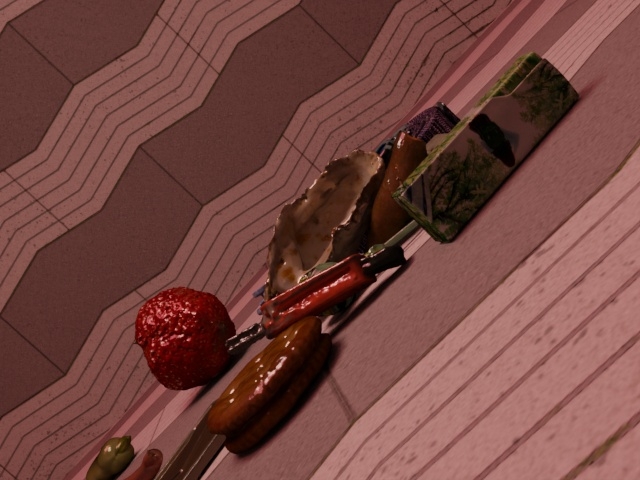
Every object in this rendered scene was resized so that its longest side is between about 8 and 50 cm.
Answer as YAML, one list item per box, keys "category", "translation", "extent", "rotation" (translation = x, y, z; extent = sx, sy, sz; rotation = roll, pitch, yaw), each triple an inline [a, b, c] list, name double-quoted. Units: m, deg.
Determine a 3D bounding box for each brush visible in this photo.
- category: "brush"
  translation: [-0.018, 0.088, 1.125]
  extent: [0.323, 0.051, 0.070]
  rotation: [-31, -14, 16]

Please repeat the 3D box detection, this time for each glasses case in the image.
- category: "glasses case"
  translation: [0.223, -0.126, 1.001]
  extent: [0.272, 0.095, 0.062]
  rotation: [-48, 10, -8]

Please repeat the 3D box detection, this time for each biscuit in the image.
- category: "biscuit"
  translation: [-0.067, 0.198, 1.038]
  extent: [0.220, 0.066, 0.220]
  rotation: [-44, 6, 6]

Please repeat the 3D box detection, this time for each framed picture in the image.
- category: "framed picture"
  translation: [-0.220, 0.364, 1.219]
  extent: [0.247, 0.022, 0.335]
  rotation: [-41, 8, 50]

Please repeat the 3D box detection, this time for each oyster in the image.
- category: "oyster"
  translation: [0.004, 0.001, 1.292]
  extent: [0.110, 0.166, 0.341]
  rotation: [8, -81, -59]

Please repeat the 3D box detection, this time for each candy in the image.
- category: "candy"
  translation: [0.091, 0.013, 1.190]
  extent: [0.305, 0.083, 0.091]
  rotation: [-39, 36, 5]

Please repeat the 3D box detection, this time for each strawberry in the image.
- category: "strawberry"
  translation: [-0.307, 0.232, 1.798]
  extent: [0.276, 0.257, 0.257]
  rotation: [-12, 32, 53]

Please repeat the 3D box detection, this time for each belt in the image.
- category: "belt"
  translation: [0.145, -0.116, 1.430]
  extent: [0.325, 0.122, 0.260]
  rotation: [-51, 13, -14]

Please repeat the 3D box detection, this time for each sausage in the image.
- category: "sausage"
  translation: [-0.352, 0.455, 1.435]
  extent: [0.177, 0.047, 0.040]
  rotation: [-46, -7, 33]

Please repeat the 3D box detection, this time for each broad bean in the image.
- category: "broad bean"
  translation: [-0.546, 0.568, 1.930]
  extent: [0.174, 0.082, 0.124]
  rotation: [-41, 10, 37]

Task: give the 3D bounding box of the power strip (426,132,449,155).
- category: "power strip"
  translation: [0.216, -0.131, 1.177]
  extent: [0.052, 0.078, 0.272]
  rotation: [-47, 6, 5]

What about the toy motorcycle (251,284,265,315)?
- category: "toy motorcycle"
  translation: [-0.066, 0.109, 1.567]
  extent: [0.135, 0.092, 0.254]
  rotation: [-37, -4, 1]

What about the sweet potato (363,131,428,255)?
- category: "sweet potato"
  translation: [0.125, -0.056, 1.223]
  extent: [0.077, 0.077, 0.244]
  rotation: [-61, -13, -70]

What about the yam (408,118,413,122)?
- category: "yam"
  translation: [0.269, -0.285, 1.903]
  extent: [0.083, 0.083, 0.371]
  rotation: [-46, 4, 4]
